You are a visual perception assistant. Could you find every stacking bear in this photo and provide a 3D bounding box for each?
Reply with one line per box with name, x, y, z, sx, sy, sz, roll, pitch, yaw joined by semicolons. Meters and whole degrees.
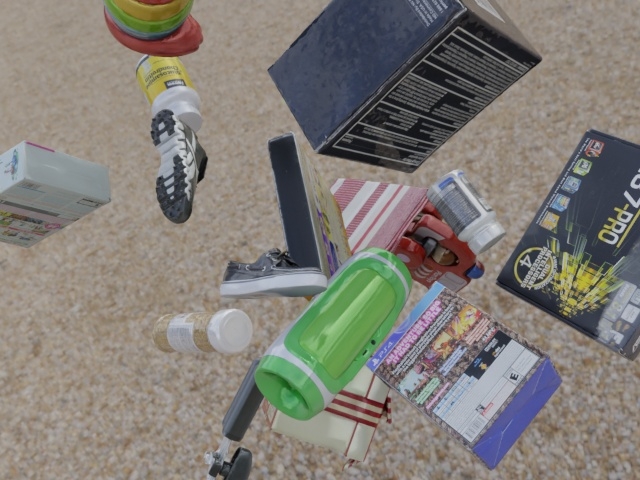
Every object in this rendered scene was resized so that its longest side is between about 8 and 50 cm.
stacking bear;-0.269;-0.423;1.194;0.164;0.175;0.289;-17;-2;-17

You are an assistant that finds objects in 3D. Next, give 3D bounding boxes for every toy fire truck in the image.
toy fire truck;0.298;0.040;1.968;0.254;0.302;0.169;29;63;-3

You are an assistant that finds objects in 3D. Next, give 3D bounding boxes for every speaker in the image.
speaker;0.028;0.140;1.179;0.131;0.131;0.296;9;43;39

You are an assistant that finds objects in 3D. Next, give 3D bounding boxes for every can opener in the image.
can opener;-0.154;0.368;1.471;0.074;0.093;0.280;-131;63;-75

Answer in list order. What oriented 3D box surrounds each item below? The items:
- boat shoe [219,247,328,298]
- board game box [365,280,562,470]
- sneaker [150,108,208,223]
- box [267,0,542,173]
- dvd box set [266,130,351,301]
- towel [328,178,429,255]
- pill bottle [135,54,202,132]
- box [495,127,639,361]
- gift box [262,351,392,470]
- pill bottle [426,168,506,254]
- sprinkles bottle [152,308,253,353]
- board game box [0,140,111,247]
boat shoe;-0.076;0.049;1.166;0.228;0.080;0.076;-10;72;49
board game box;0.282;0.263;1.479;0.232;0.141;0.291;-48;48;-7
sneaker;-0.245;-0.128;1.356;0.078;0.106;0.234;-29;58;27
box;0.132;-0.273;1.152;0.294;0.296;0.182;-42;65;27
dvd box set;0.000;0.000;1.526;0.062;0.420;0.307;-15;72;9
towel;0.094;-0.052;1.851;0.329;0.037;0.237;13;58;48
pill bottle;-0.311;-0.302;1.545;0.103;0.103;0.184;-25;60;-7
box;0.591;-0.001;1.516;0.318;0.097;0.395;34;94;42
gift box;0.020;0.364;1.721;0.258;0.276;0.255;19;3;-9
pill bottle;0.251;-0.048;1.275;0.078;0.078;0.137;-30;73;-14
sprinkles bottle;-0.342;0.262;2.115;0.355;0.121;0.121;-10;30;47
board game box;-0.649;-0.092;1.633;0.303;0.224;0.097;-24;67;28
